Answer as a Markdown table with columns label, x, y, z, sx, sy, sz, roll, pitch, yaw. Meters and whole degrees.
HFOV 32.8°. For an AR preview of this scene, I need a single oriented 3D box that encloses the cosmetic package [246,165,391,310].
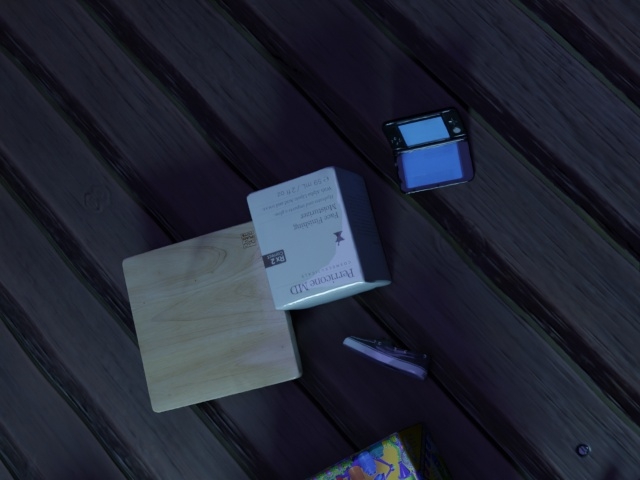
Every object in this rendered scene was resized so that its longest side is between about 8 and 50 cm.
| label | x | y | z | sx | sy | sz | roll | pitch | yaw |
| --- | --- | --- | --- | --- | --- | --- | --- | --- | --- |
| cosmetic package | 0.000 | 0.000 | 1.673 | 0.151 | 0.151 | 0.184 | -18 | 81 | 18 |

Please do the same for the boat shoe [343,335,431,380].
| label | x | y | z | sx | sy | sz | roll | pitch | yaw |
| --- | --- | --- | --- | --- | --- | --- | --- | --- | --- |
| boat shoe | 0.105 | 0.174 | 1.686 | 0.142 | 0.049 | 0.040 | 21 | 74 | 17 |

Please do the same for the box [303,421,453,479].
| label | x | y | z | sx | sy | sz | roll | pitch | yaw |
| --- | --- | --- | --- | --- | --- | --- | --- | --- | --- |
| box | 0.074 | 0.462 | 1.604 | 0.289 | 0.177 | 0.279 | -30 | 77 | 14 |

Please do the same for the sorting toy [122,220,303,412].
| label | x | y | z | sx | sy | sz | roll | pitch | yaw |
| --- | --- | --- | --- | --- | --- | --- | --- | --- | --- |
| sorting toy | -0.165 | 0.123 | 1.754 | 0.257 | 0.089 | 0.256 | -16 | 82 | 17 |

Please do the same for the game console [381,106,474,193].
| label | x | y | z | sx | sy | sz | roll | pitch | yaw |
| --- | --- | --- | --- | --- | --- | --- | --- | --- | --- |
| game console | 0.165 | -0.138 | 1.672 | 0.122 | 0.107 | 0.071 | -11 | 55 | 17 |
